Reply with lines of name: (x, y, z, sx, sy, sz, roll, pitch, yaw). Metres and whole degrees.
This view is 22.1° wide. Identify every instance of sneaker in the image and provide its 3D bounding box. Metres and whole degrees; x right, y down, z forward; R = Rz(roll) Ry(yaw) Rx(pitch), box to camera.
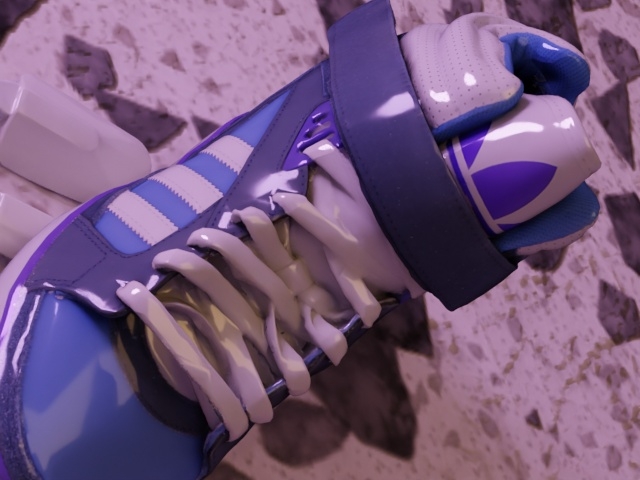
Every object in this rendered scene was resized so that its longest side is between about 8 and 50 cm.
sneaker: (0.000, 0.000, 0.717, 0.130, 0.236, 0.323, 58, 40, -14)

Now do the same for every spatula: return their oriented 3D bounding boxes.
spatula: (-0.190, -0.037, 0.742, 0.242, 0.019, 0.168, 30, 55, -25)
